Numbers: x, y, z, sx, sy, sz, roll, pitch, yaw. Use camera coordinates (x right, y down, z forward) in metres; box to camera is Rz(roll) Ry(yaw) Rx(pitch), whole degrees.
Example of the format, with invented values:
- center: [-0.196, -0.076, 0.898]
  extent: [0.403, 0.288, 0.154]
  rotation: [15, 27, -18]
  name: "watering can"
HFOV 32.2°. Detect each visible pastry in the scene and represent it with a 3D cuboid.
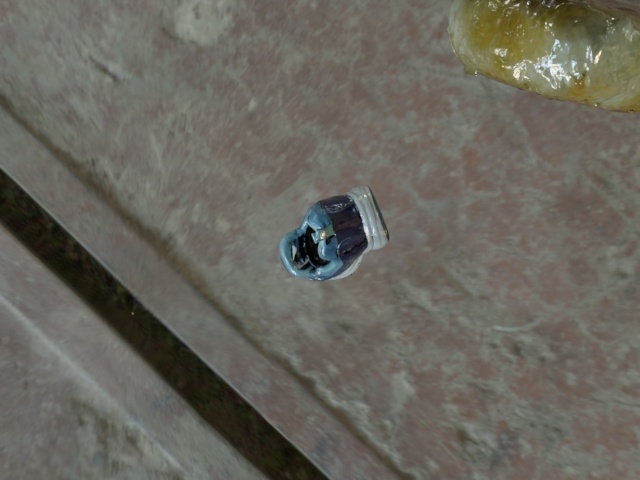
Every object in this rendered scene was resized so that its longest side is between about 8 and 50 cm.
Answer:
- center: [0.202, -0.165, 0.933]
  extent: [0.192, 0.182, 0.093]
  rotation: [24, 109, 29]
  name: "pastry"

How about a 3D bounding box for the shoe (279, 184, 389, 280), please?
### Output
- center: [0.000, 0.000, 1.279]
  extent: [0.106, 0.207, 0.091]
  rotation: [-19, 82, -19]
  name: "shoe"
